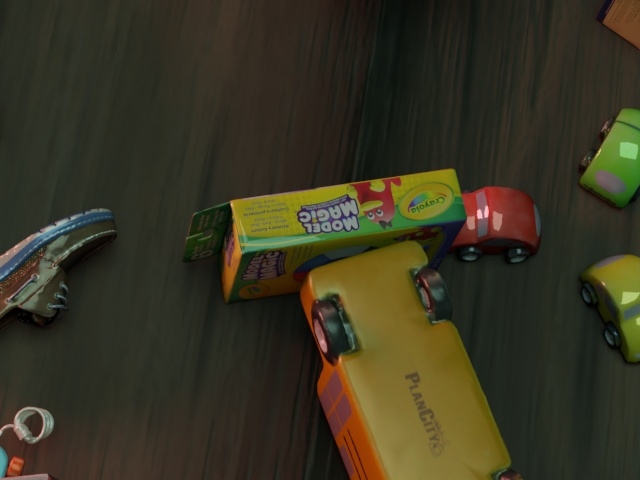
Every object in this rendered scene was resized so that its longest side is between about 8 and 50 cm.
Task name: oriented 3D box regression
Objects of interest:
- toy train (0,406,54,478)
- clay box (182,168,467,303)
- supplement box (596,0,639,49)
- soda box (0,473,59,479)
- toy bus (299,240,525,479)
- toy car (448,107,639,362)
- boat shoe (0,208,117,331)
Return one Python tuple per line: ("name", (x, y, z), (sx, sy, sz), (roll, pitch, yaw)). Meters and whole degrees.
("toy train", (-0.231, 0.223, 1.433), (0.125, 0.046, 0.166), (-20, 76, -18))
("clay box", (0.000, 0.000, 1.513), (0.222, 0.127, 0.053), (-10, 71, -12))
("supplement box", (0.314, -0.220, 1.677), (0.083, 0.083, 0.056), (36, 68, 7))
("soda box", (-0.320, 0.233, 1.356), (0.263, 0.083, 0.092), (-6, 76, 3))
("toy bus", (0.084, 0.175, 1.454), (0.108, 0.130, 0.333), (-17, 72, -14))
("toy car", (0.245, -0.035, 1.607), (0.239, 0.053, 0.225), (31, 67, 4))
("boat shoe", (-0.241, 0.041, 1.498), (0.183, 0.066, 0.066), (-32, 81, -9))
